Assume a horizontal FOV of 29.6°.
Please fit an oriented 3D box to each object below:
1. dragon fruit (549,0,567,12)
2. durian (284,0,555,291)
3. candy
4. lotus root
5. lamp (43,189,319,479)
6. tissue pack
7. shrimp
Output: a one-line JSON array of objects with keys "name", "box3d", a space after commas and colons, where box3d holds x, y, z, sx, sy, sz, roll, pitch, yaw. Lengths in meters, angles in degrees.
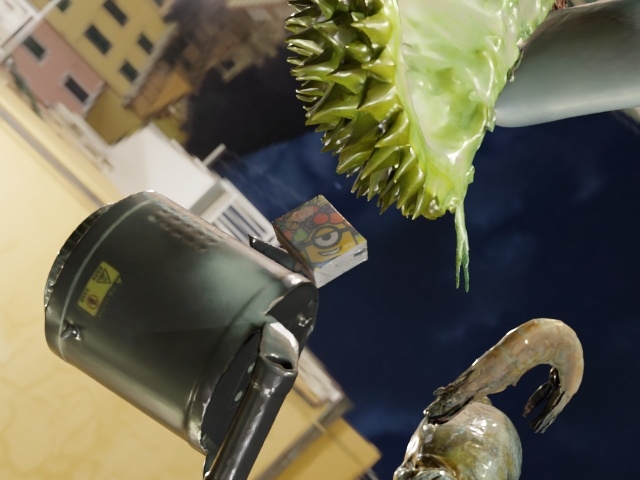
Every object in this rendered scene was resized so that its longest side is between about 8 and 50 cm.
[{"name": "dragon fruit", "box3d": [0.200, -0.304, 1.400, 0.152, 0.317, 0.205, -6, -169, 16]}, {"name": "durian", "box3d": [0.070, -0.157, 0.750, 0.157, 0.169, 0.355, 119, -5, -48]}, {"name": "candy", "box3d": [0.230, -0.153, 0.995, 0.174, 0.071, 0.138, -5, -141, 40]}, {"name": "lotus root", "box3d": [0.196, 0.309, 1.652, 0.175, 0.175, 0.349, -32, -177, 21]}, {"name": "lamp", "box3d": [-0.150, 0.081, 1.231, 0.374, 0.272, 0.205, -65, 179, -73]}, {"name": "tissue pack", "box3d": [0.000, 0.000, 1.184, 0.063, 0.035, 0.083, -30, -132, -12]}, {"name": "shrimp", "box3d": [0.234, 0.189, 1.515, 0.219, 0.152, 0.046, -30, -148, -6]}]
